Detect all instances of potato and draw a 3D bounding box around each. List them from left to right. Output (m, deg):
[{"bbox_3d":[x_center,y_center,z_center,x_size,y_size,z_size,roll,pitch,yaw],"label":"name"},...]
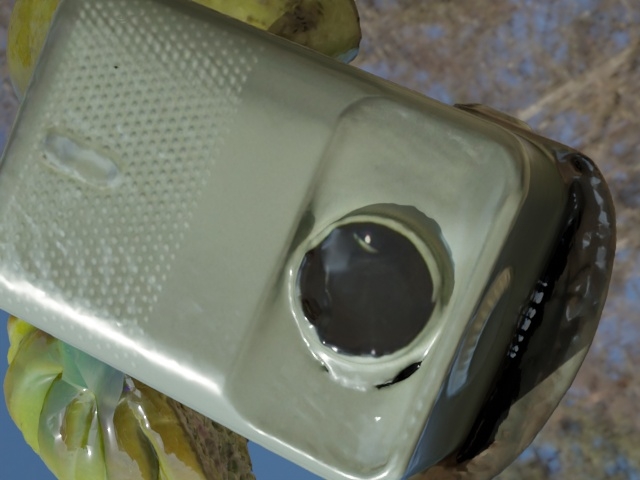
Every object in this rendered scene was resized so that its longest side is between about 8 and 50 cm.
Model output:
[{"bbox_3d":[-0.110,-0.110,0.832,0.111,0.271,0.160,-43,-73,-32],"label":"potato"}]

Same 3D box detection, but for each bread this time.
[{"bbox_3d":[-0.165,0.133,1.147,0.260,0.156,0.158,30,-178,25],"label":"bread"}]

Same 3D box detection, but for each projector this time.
[{"bbox_3d":[0.000,0.000,0.623,0.242,0.163,0.177,26,-173,15],"label":"projector"}]
